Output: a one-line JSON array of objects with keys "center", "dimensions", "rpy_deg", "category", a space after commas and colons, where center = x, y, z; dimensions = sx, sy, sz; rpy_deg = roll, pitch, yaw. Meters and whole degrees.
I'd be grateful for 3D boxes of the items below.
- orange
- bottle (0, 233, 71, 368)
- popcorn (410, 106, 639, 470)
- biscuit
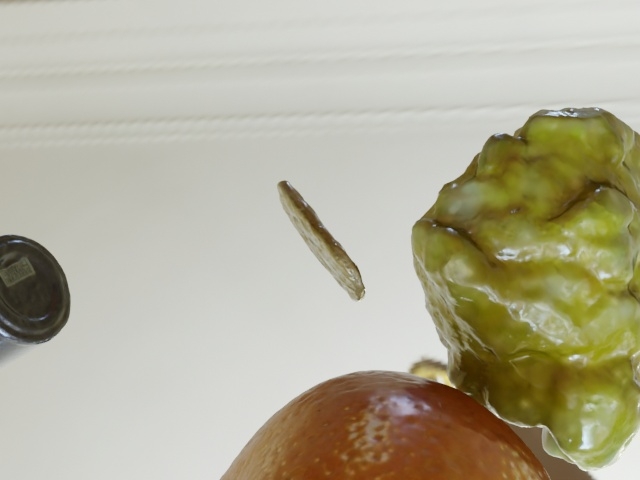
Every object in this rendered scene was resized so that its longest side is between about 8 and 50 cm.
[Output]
[{"center": [0.041, 0.322, 1.209], "dimensions": [0.326, 0.424, 0.424], "rpy_deg": [38, -123, -6], "category": "orange"}, {"center": [-0.262, 0.077, 0.900], "dimensions": [0.244, 0.082, 0.072], "rpy_deg": [-27, 174, 37], "category": "bottle"}, {"center": [0.251, 0.031, 1.368], "dimensions": [0.292, 0.293, 0.334], "rpy_deg": [38, -128, 11], "category": "popcorn"}, {"center": [0.000, 0.000, 1.209], "dimensions": [0.018, 0.071, 0.147], "rpy_deg": [-30, -131, -9], "category": "biscuit"}]
